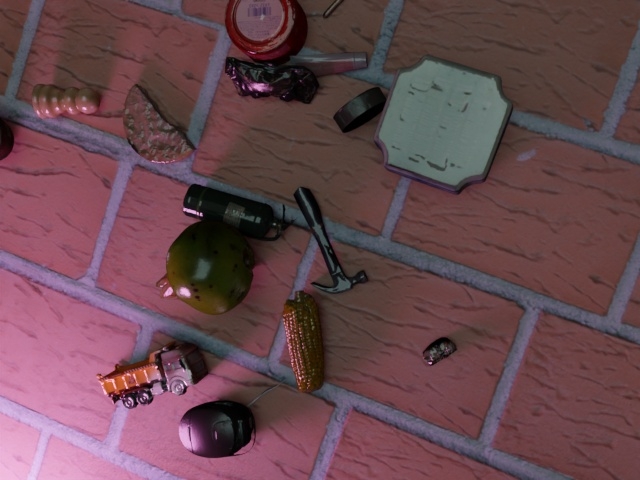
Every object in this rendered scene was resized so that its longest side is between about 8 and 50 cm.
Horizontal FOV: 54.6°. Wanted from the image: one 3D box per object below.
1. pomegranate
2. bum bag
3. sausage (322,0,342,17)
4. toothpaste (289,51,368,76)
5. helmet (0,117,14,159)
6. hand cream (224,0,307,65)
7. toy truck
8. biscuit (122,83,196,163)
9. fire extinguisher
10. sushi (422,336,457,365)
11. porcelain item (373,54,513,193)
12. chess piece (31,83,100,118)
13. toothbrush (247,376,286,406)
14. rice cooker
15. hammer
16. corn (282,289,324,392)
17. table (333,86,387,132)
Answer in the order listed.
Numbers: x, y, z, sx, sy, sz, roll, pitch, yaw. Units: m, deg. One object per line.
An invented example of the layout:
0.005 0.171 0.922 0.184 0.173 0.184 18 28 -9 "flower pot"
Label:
-0.304 0.076 1.557 0.301 0.236 0.236 -17 88 32 "pomegranate"
-0.123 -0.402 1.567 0.247 0.102 0.069 13 64 12 "bum bag"
0.041 -0.599 1.562 0.100 0.015 0.015 -45 83 9 "sausage"
0.021 -0.442 1.557 0.194 0.043 0.067 -3 126 12 "toothpaste"
-0.927 -0.290 1.731 0.155 0.106 0.175 -37 82 9 "helmet"
-0.134 -0.543 1.547 0.192 0.125 0.193 1 94 11 "hand cream"
-0.442 0.354 1.647 0.270 0.114 0.135 -18 92 14 "toy truck"
-0.457 -0.292 1.669 0.133 0.032 0.250 -44 83 9 "biscuit"
-0.201 -0.065 1.593 0.294 0.093 0.118 16 114 11 "fire extinguisher"
0.289 0.269 1.518 0.083 0.044 0.046 -35 85 9 "sushi"
0.284 -0.268 1.447 0.281 0.157 0.286 19 96 13 "porcelain item"
-0.686 -0.379 1.695 0.170 0.094 0.094 2 92 4 "chess piece"
-0.143 0.400 1.632 0.131 0.011 0.013 -39 96 10 "toothbrush"
-0.262 0.485 1.605 0.202 0.118 0.142 -2 91 13 "rice cooker"
0.000 0.000 1.577 0.137 0.037 0.290 -25 87 10 "hammer"
-0.040 0.254 1.565 0.097 0.097 0.262 -5 95 12 "corn"
0.098 -0.314 1.497 0.133 0.133 0.043 -32 87 11 "table"
